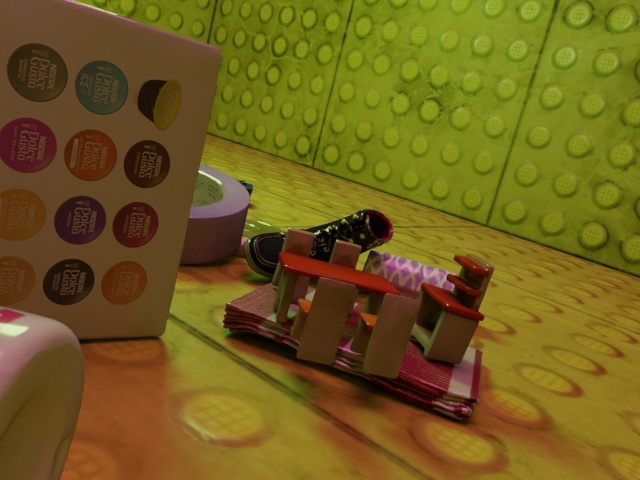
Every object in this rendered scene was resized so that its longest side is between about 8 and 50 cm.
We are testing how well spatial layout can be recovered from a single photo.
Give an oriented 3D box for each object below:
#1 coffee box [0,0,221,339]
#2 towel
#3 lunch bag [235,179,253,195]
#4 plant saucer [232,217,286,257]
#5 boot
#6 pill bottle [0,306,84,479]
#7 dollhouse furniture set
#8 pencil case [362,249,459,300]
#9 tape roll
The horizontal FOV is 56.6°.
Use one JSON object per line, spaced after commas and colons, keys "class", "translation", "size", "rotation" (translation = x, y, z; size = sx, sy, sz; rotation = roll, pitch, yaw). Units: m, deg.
{"class": "coffee box", "translation": [-0.360, -0.106, 0.678], "size": [0.334, 0.338, 0.338], "rotation": [5, 14, -40]}
{"class": "towel", "translation": [0.056, 0.134, 0.813], "size": [0.328, 0.037, 0.237], "rotation": [19, 11, 14]}
{"class": "lunch bag", "translation": [-0.222, -0.134, 1.631], "size": [0.067, 0.065, 0.098], "rotation": [12, 12, -11]}
{"class": "plant saucer", "translation": [-0.158, -0.013, 1.224], "size": [0.240, 0.037, 0.241], "rotation": [15, 12, -3]}
{"class": "boot", "translation": [0.000, -0.002, 1.032], "size": [0.178, 0.085, 0.236], "rotation": [-27, -20, 35]}
{"class": "pill bottle", "translation": [-0.291, 0.086, 0.306], "size": [0.282, 0.161, 0.160], "rotation": [14, 12, 0]}
{"class": "dollhouse furniture set", "translation": [0.072, 0.057, 0.758], "size": [0.258, 0.135, 0.262], "rotation": [15, 10, -13]}
{"class": "pencil case", "translation": [0.169, 0.083, 1.074], "size": [0.205, 0.087, 0.088], "rotation": [16, 35, 13]}
{"class": "tape roll", "translation": [-0.269, -0.063, 1.064], "size": [0.274, 0.090, 0.275], "rotation": [12, 23, -5]}
